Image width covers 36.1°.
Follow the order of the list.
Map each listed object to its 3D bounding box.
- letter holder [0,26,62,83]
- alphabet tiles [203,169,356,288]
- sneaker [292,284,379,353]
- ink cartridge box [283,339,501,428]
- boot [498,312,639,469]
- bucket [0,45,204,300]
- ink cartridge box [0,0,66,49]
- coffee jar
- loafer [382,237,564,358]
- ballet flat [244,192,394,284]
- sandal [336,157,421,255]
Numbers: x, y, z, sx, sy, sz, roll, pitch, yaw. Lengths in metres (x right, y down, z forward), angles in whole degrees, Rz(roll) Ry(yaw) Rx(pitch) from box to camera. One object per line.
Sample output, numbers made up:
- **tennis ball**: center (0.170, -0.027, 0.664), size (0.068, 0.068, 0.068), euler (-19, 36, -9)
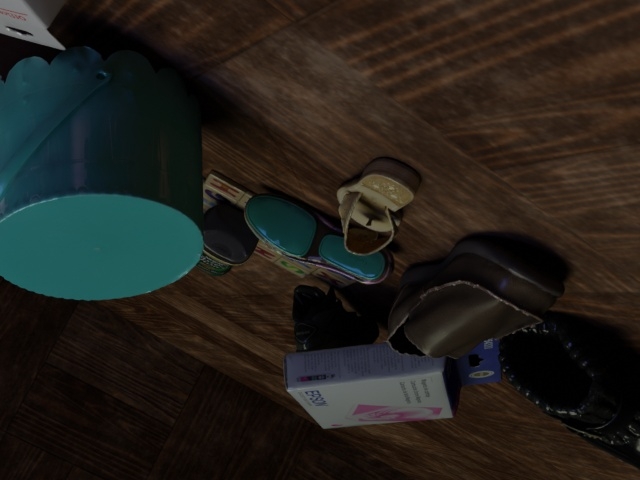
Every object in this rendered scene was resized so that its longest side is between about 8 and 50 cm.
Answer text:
- **letter holder**: center (-0.467, -0.196, 1.182), size (0.152, 0.214, 0.302), euler (9, 156, 47)
- **alphabet tiles**: center (-0.092, -0.017, 1.534), size (0.343, 0.011, 0.285), euler (29, 164, -9)
- **sneaker**: center (0.026, 0.129, 1.670), size (0.087, 0.130, 0.228), euler (-11, 180, 33)
- **ink cartridge box**: center (0.133, 0.236, 1.603), size (0.330, 0.071, 0.324), euler (-6, 157, 9)
- **boot**: center (0.418, 0.222, 1.273), size (0.348, 0.131, 0.260), euler (12, 159, 42)
- **bucket**: center (-0.260, -0.064, 1.126), size (0.281, 0.183, 0.281), euler (-6, 150, -4)
- **ink cartridge box**: center (-0.324, -0.278, 0.968), size (0.115, 0.067, 0.198), euler (19, 161, 25)
- **coffee jar**: center (-0.157, 0.001, 1.529), size (0.096, 0.079, 0.184), euler (29, 163, -11)
- **loafer**: center (0.184, 0.097, 1.242), size (0.134, 0.130, 0.366), euler (28, 164, -7)
- **ballet flat**: center (0.000, 0.000, 1.353), size (0.222, 0.076, 0.079), euler (23, -177, 11)
- **sandal**: center (0.052, -0.023, 1.161), size (0.088, 0.079, 0.240), euler (27, 164, -2)
